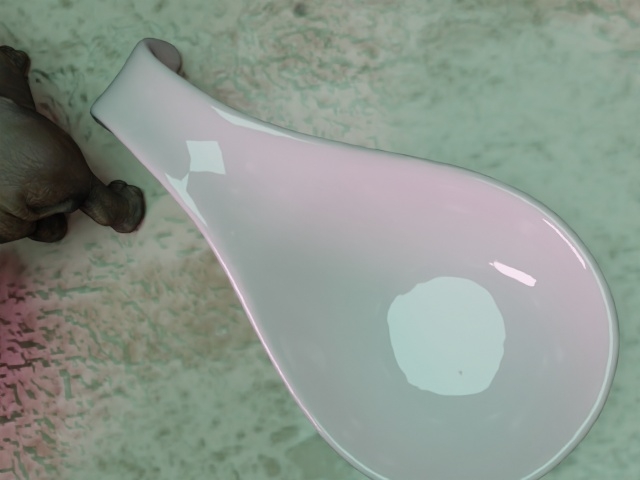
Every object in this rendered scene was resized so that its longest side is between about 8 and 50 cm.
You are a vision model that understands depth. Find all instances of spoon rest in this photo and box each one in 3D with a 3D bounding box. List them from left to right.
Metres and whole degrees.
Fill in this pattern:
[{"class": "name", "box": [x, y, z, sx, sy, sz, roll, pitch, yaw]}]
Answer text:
[{"class": "spoon rest", "box": [0.000, 0.000, 0.411, 0.276, 0.084, 0.137, 37, 95, 16]}]

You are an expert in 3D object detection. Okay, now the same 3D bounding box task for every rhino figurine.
[{"class": "rhino figurine", "box": [-0.196, -0.086, 0.458, 0.073, 0.106, 0.243, -46, 76, 6]}]
